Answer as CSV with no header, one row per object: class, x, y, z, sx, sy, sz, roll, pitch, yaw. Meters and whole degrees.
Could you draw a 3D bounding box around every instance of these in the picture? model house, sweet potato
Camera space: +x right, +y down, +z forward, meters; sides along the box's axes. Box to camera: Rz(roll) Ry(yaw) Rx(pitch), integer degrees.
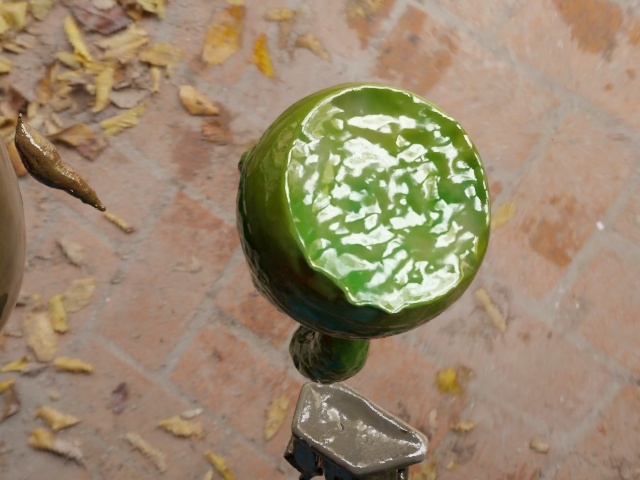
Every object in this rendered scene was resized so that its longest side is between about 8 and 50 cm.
model house,0.047,0.343,1.615,0.229,0.122,0.188,27,135,26
sweet potato,-0.452,-0.114,1.754,0.068,0.068,0.226,-32,119,14

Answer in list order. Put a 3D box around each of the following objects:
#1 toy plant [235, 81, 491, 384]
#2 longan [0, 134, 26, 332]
toy plant,0.000,0.000,0.846,0.184,0.316,0.224,-20,82,-20
longan,-0.415,-0.027,0.844,0.361,0.361,0.361,1,96,13
